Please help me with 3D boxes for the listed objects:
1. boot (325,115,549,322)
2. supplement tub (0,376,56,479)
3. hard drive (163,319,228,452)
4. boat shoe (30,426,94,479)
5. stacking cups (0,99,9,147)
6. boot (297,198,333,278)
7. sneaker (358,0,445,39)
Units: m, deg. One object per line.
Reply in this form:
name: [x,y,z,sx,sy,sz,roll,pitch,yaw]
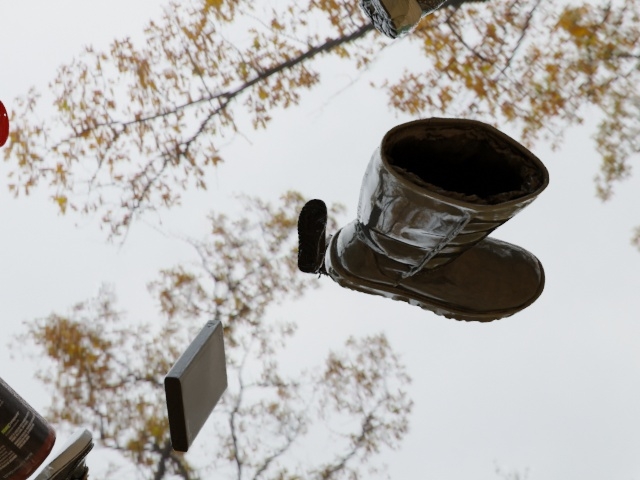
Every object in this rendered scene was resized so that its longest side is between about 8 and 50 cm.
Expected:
boot: [0.103,-0.010,0.647,0.190,0.076,0.208,4,-26,-13]
supplement tub: [-0.434,0.215,1.195,0.106,0.106,0.198,-36,-69,8]
hard drive: [-0.139,0.162,1.076,0.022,0.135,0.094,4,-67,14]
boat shoe: [-0.332,0.322,1.278,0.083,0.065,0.183,41,-54,-5]
stacking cups: [-0.510,-0.130,1.078,0.316,0.096,0.096,-4,-53,8]
boot: [0.001,0.000,1.449,0.045,0.099,0.121,6,-91,21]
sneaker: [0.062,-0.383,1.146,0.122,0.110,0.283,-30,-96,-7]
